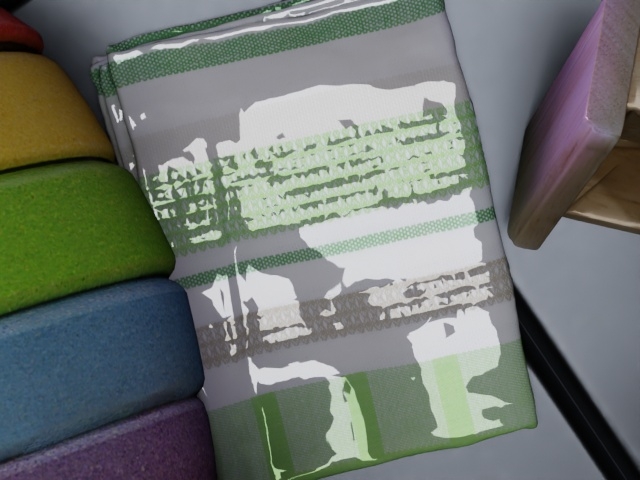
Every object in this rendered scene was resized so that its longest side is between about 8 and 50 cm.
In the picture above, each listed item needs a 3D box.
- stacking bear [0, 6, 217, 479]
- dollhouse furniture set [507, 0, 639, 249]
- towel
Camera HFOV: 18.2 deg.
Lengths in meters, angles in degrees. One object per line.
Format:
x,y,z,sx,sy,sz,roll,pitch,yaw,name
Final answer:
-0.119,-0.005,0.562,0.164,0.175,0.289,-18,85,-23,stacking bear
0.125,0.076,0.547,0.161,0.212,0.242,13,72,-2,dollhouse furniture set
0.000,0.000,0.626,0.113,0.023,0.152,-14,98,4,towel
